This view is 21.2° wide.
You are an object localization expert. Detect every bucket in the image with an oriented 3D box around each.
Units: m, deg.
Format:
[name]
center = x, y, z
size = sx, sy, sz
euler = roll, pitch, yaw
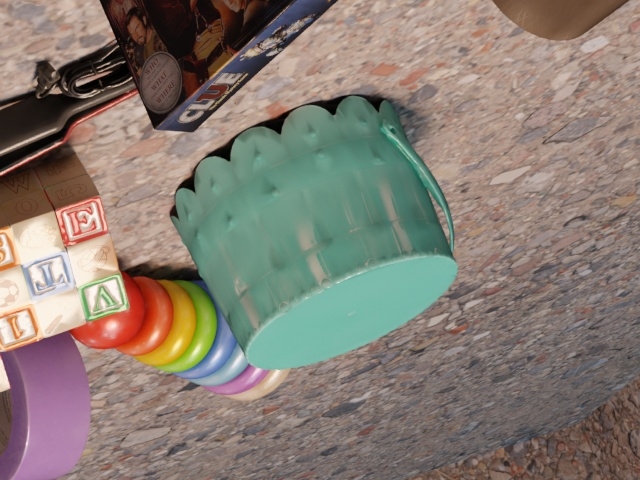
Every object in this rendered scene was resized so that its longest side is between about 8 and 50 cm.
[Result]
[bucket]
center = 0.000, 0.000, 1.778
size = 0.281, 0.183, 0.281
euler = -21, 161, -8

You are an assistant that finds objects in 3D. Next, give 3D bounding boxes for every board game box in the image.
[board game box]
center = -0.060, -0.209, 1.192
size = 0.042, 0.165, 0.243
euler = 0, 149, -48

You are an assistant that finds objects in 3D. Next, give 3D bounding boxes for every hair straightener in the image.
[hair straightener]
center = -0.207, -0.117, 1.437
size = 0.230, 0.047, 0.089
euler = -22, 161, -5

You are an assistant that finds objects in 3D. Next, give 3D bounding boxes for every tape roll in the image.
[tape roll]
center = -0.331, 0.168, 1.827
size = 0.080, 0.189, 0.189
euler = -6, 154, -43

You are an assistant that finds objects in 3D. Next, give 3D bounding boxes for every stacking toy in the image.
[stacking toy]
center = -0.165, 0.094, 1.936
size = 0.141, 0.141, 0.330
euler = -32, 154, 21

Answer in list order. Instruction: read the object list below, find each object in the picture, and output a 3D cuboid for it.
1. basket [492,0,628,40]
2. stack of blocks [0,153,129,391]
[basket]
center = 0.241, -0.275, 1.402
size = 0.204, 0.154, 0.227
euler = -9, 159, -33
[stack of blocks]
center = -0.333, 0.055, 1.561
size = 0.297, 0.087, 0.171
euler = -20, 126, -13
